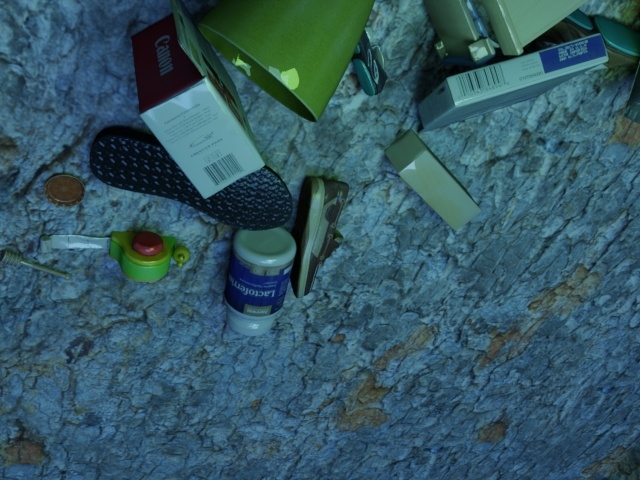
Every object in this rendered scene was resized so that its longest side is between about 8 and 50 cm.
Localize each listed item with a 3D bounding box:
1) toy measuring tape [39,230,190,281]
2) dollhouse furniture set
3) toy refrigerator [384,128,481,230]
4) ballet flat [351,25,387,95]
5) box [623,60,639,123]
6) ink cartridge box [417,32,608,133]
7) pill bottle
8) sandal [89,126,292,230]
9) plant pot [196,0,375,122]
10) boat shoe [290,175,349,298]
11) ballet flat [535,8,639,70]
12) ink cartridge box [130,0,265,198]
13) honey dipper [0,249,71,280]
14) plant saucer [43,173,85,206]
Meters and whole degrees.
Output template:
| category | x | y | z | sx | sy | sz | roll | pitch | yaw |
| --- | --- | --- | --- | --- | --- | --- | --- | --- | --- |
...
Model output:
| category | x | y | z | sx | sy | sz | roll | pitch | yaw |
| --- | --- | --- | --- | --- | --- | --- | --- | --- | --- |
| toy measuring tape | -0.460 | 0.038 | 1.540 | 0.330 | 0.121 | 0.121 | 2 | 128 | -21 |
| dollhouse furniture set | 0.314 | -0.507 | 1.292 | 0.198 | 0.303 | 0.286 | -36 | 115 | -10 |
| toy refrigerator | 0.273 | -0.140 | 1.655 | 0.094 | 0.102 | 0.269 | -39 | 131 | 15 |
| ballet flat | 0.088 | -0.396 | 1.404 | 0.074 | 0.074 | 0.203 | -28 | 126 | 5 |
| box | 0.827 | -0.424 | 1.541 | 0.307 | 0.076 | 0.242 | -32 | 140 | -29 |
| ink cartridge box | 0.383 | -0.329 | 1.457 | 0.324 | 0.330 | 0.071 | -18 | 93 | -5 |
| pill bottle | -0.155 | 0.100 | 1.672 | 0.153 | 0.153 | 0.265 | 0 | 129 | -19 |
| sandal | -0.263 | -0.151 | 1.473 | 0.445 | 0.107 | 0.167 | 18 | 123 | -16 |
| plant pot | -0.025 | -0.414 | 1.232 | 0.275 | 0.275 | 0.293 | 37 | 91 | -38 |
| boat shoe | 0.000 | 0.000 | 1.669 | 0.123 | 0.123 | 0.342 | 0 | 122 | -18 |
| ballet flat | 0.582 | -0.442 | 1.515 | 0.342 | 0.116 | 0.124 | 10 | 145 | -26 |
| ink cartridge box | -0.243 | -0.279 | 1.216 | 0.130 | 0.309 | 0.272 | -28 | 131 | 5 |
| honey dipper | -0.645 | 0.060 | 1.551 | 0.160 | 0.030 | 0.030 | 24 | 117 | -36 |
| plant saucer | -0.546 | -0.108 | 1.453 | 0.083 | 0.013 | 0.083 | -10 | 131 | -12 |
